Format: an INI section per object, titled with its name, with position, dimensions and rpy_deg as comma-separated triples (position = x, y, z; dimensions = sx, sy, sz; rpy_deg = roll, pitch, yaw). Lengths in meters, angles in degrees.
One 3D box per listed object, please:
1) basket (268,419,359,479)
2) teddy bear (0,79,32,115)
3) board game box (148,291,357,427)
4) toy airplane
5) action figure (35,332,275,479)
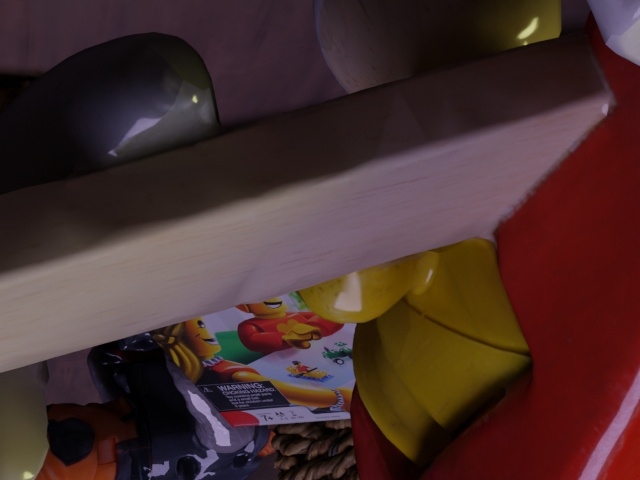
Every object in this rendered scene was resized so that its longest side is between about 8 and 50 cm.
[basket]
position = 0.136, 0.168, 1.314
dimensions = 0.299, 0.223, 0.213
rpy_deg = -7, 174, -27
[teddy bear]
position = -0.249, -0.022, 0.862
dimensions = 0.338, 0.113, 0.245
rpy_deg = 12, 161, -42
[board game box]
position = 0.033, 0.018, 0.979
dimensions = 0.305, 0.053, 0.193
rpy_deg = -8, 136, 33
[toy airplane]
position = 0.081, -0.035, 0.561
dimensions = 0.384, 0.272, 0.386
rpy_deg = -43, 143, 13
[action figure]
position = -0.159, 0.162, 1.481
dimensions = 0.330, 0.179, 0.341
rpy_deg = -19, 176, -11
